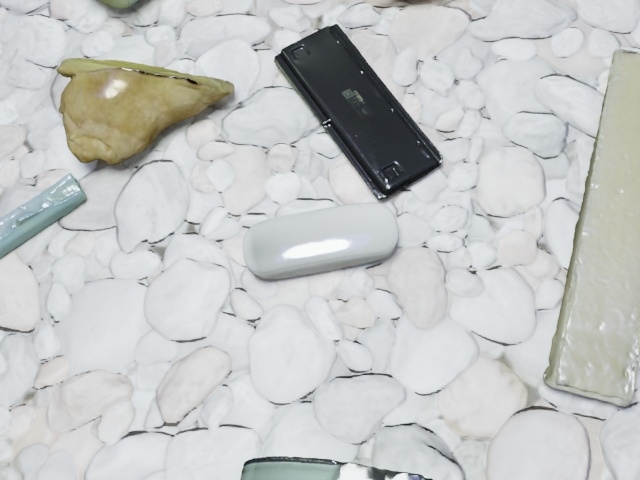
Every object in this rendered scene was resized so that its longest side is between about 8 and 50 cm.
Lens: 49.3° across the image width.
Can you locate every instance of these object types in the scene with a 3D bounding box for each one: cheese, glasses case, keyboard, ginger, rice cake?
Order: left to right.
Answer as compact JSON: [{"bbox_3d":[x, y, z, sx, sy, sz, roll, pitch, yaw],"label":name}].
[{"bbox_3d":[-0.340,-0.011,0.763,0.180,0.042,0.030,-36,73,-9],"label":"rice cake"},{"bbox_3d":[-0.195,-0.145,0.786,0.193,0.115,0.122,1,90,-3],"label":"ginger"},{"bbox_3d":[0.000,0.000,0.732,0.164,0.041,0.063,-11,67,1],"label":"glasses case"},{"bbox_3d":[0.039,-0.151,0.797,0.094,0.025,0.230,-30,70,-9],"label":"keyboard"},{"bbox_3d":[0.311,-0.031,0.724,0.085,0.034,0.400,16,70,10],"label":"cheese"}]

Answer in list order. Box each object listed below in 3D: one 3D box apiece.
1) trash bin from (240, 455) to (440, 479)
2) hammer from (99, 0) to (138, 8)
[{"bbox_3d":[0.020,0.312,0.498,0.217,0.277,0.262,8,62,6],"label":"trash bin"},{"bbox_3d":[-0.291,-0.433,0.897,0.305,0.113,0.202,37,73,22],"label":"hammer"}]
